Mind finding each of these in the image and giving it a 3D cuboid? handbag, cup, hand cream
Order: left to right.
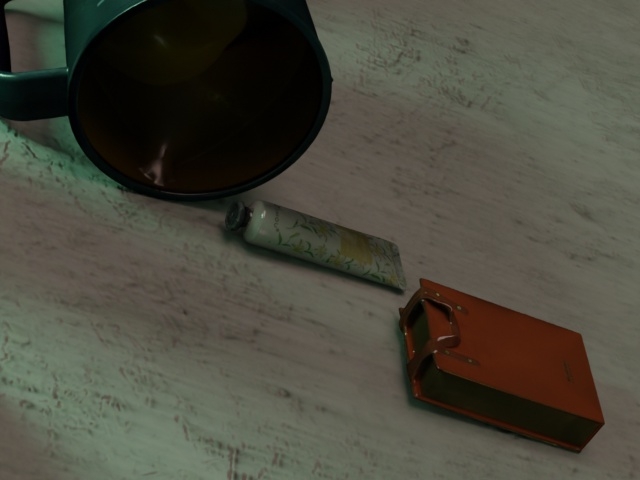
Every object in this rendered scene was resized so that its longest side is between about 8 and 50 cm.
[{"bbox_3d":[-0.158,-0.206,1.835,0.242,0.308,0.292,47,20,-38],"label":"cup"},{"bbox_3d":[0.000,0.000,1.818,0.194,0.042,0.067,16,35,-27],"label":"hand cream"},{"bbox_3d":[0.168,0.117,1.777,0.190,0.063,0.127,19,36,-20],"label":"handbag"}]
